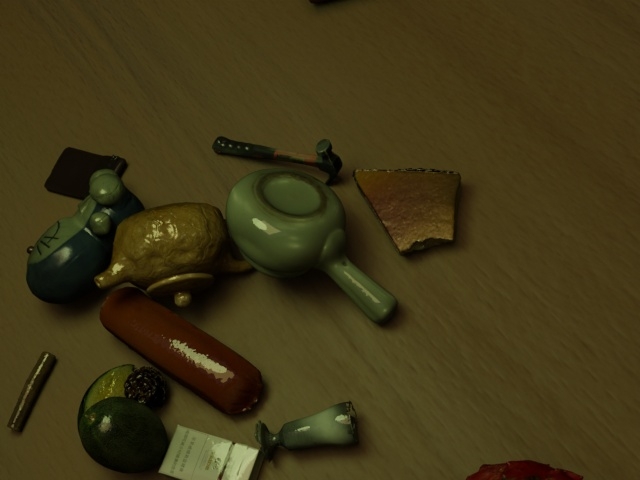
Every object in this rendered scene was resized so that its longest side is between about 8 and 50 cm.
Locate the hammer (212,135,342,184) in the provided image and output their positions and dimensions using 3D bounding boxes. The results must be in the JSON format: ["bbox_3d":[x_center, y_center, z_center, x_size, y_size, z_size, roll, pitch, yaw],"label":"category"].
[{"bbox_3d":[-0.086,-0.162,1.639,0.287,0.111,0.033,13,64,31],"label":"hammer"}]

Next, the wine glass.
[{"bbox_3d":[-0.020,0.301,1.382,0.155,0.072,0.072,-14,60,9],"label":"wine glass"}]

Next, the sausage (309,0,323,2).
[{"bbox_3d":[0.083,-0.568,1.792,0.259,0.113,0.114,-15,60,10],"label":"sausage"}]

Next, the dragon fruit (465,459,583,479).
[{"bbox_3d":[0.265,0.396,1.186,0.268,0.205,0.210,-22,20,44],"label":"dragon fruit"}]

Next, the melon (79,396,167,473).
[{"bbox_3d":[-0.317,0.312,1.405,0.114,0.167,0.114,-19,51,25],"label":"melon"}]

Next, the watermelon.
[{"bbox_3d":[-0.375,0.305,1.502,0.075,0.092,0.181,-39,49,48],"label":"watermelon"}]

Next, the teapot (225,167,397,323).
[{"bbox_3d":[-0.027,0.013,1.459,0.220,0.149,0.318,-15,51,-32],"label":"teapot"}]

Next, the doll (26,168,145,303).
[{"bbox_3d":[-0.437,-0.002,1.610,0.258,0.154,0.228,-42,20,-9],"label":"doll"}]

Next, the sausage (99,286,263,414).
[{"bbox_3d":[-0.247,0.181,1.496,0.348,0.094,0.097,29,79,26],"label":"sausage"}]

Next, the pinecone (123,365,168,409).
[{"bbox_3d":[-0.299,0.251,1.482,0.077,0.083,0.077,-2,85,18],"label":"pinecone"}]

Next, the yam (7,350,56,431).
[{"bbox_3d":[-0.516,0.268,1.562,0.032,0.032,0.145,12,68,21],"label":"yam"}]

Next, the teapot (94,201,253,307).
[{"bbox_3d":[-0.239,0.035,1.526,0.311,0.203,0.167,-7,75,-26],"label":"teapot"}]

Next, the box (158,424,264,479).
[{"bbox_3d":[-0.175,0.359,1.413,0.154,0.040,0.084,12,65,20],"label":"box"}]

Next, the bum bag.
[{"bbox_3d":[-0.476,-0.134,1.767,0.159,0.026,0.109,14,68,22],"label":"bum bag"}]

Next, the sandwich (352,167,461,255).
[{"bbox_3d":[0.143,-0.045,1.526,0.193,0.058,0.162,4,65,15],"label":"sandwich"}]
